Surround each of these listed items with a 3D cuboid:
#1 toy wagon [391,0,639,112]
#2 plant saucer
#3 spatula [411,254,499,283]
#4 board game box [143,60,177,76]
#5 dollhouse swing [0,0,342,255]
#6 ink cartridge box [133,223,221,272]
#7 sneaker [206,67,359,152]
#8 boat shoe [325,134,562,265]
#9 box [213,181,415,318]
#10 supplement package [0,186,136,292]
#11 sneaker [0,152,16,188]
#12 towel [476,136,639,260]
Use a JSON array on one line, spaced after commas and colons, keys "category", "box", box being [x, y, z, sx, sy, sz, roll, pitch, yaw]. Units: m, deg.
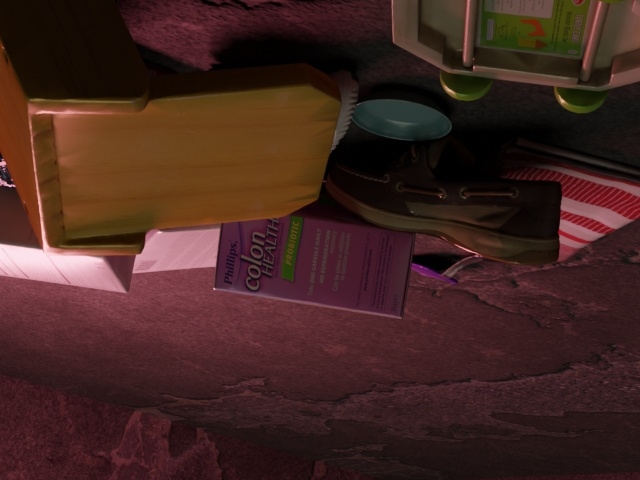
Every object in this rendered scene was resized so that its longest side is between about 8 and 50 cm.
[{"category": "toy wagon", "box": [0.240, -0.203, 1.387, 0.345, 0.068, 0.267, 7, 163, 6]}, {"category": "plant saucer", "box": [0.094, -0.148, 1.710, 0.119, 0.021, 0.119, 8, 163, 2]}, {"category": "spatula", "box": [0.227, 0.034, 2.204, 0.084, 0.030, 0.296, 25, 158, -34]}, {"category": "board game box", "box": [-0.200, -0.169, 1.791, 0.281, 0.027, 0.145, 20, 158, -31]}, {"category": "dollhouse swing", "box": [-0.186, -0.174, 1.551, 0.305, 0.315, 0.347, -20, 159, -15]}, {"category": "ink cartridge box", "box": [-0.163, -0.013, 2.222, 0.239, 0.060, 0.275, -5, 168, -21]}, {"category": "sneaker", "box": [-0.072, -0.149, 1.676, 0.153, 0.094, 0.235, 21, 158, -27]}, {"category": "boat shoe", "box": [0.149, -0.070, 1.788, 0.123, 0.123, 0.342, -9, -158, -43]}, {"category": "box", "box": [0.000, 0.000, 1.921, 0.243, 0.117, 0.213, 8, -165, 3]}, {"category": "supplement package", "box": [-0.403, -0.051, 2.022, 0.293, 0.177, 0.175, 8, 163, 6]}, {"category": "sneaker", "box": [-0.378, -0.111, 1.855, 0.341, 0.125, 0.140, 6, -178, 9]}, {"category": "towel", "box": [0.288, -0.044, 1.916, 0.237, 0.037, 0.329, 13, 162, -13]}]
